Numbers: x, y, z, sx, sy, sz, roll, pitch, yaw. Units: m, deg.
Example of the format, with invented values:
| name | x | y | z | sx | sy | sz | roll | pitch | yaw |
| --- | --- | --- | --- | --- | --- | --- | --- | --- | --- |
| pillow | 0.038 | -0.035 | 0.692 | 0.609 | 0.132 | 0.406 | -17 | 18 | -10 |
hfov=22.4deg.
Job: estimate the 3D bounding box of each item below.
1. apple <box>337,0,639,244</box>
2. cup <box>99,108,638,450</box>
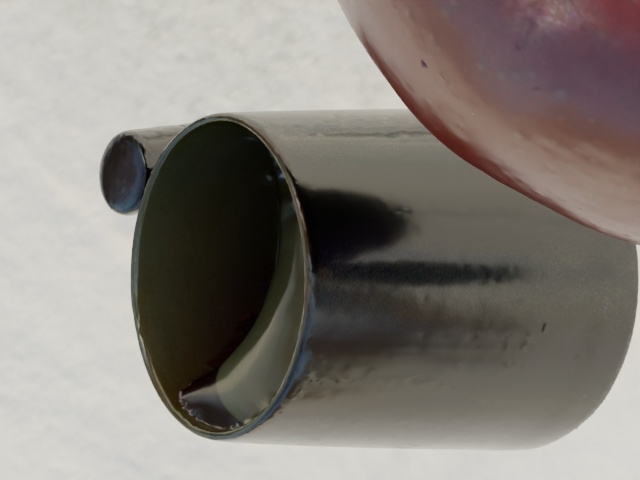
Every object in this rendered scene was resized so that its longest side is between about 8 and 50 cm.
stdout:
| name | x | y | z | sx | sy | sz | roll | pitch | yaw |
| --- | --- | --- | --- | --- | --- | --- | --- | --- | --- |
| apple | 0.125 | -0.123 | 0.511 | 0.260 | 0.260 | 0.216 | 37 | 131 | 9 |
| cup | 0.002 | 0.017 | 0.766 | 0.239 | 0.177 | 0.166 | 3 | 92 | 53 |
